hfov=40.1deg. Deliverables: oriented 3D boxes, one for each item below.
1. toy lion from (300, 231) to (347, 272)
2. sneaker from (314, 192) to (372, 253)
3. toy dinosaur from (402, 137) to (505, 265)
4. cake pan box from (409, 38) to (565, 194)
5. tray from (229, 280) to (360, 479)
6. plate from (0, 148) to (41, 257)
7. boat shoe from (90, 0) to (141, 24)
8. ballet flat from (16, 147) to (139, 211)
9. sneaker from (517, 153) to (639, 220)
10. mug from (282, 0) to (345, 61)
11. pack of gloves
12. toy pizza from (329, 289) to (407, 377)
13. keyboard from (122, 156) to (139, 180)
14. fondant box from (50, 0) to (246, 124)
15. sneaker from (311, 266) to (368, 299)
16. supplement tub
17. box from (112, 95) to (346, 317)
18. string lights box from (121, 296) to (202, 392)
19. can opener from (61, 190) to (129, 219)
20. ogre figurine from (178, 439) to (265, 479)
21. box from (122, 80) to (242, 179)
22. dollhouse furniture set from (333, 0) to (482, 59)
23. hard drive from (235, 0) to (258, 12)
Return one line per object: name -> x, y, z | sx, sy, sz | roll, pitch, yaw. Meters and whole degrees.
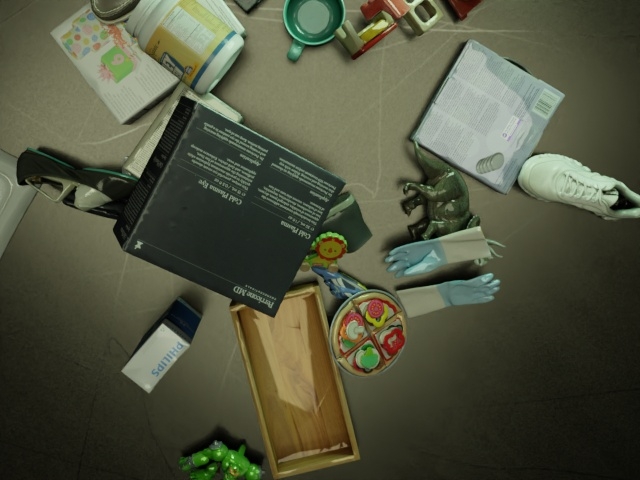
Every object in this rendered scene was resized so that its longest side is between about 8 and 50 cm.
toy lion -> 0.006, 0.023, 1.897 | 0.100, 0.034, 0.096 | 2, 127, -6
sneaker -> 0.000, 0.000, 1.932 | 0.222, 0.083, 0.118 | -29, 106, 7
toy dinosaur -> 0.268, -0.082, 1.928 | 0.160, 0.121, 0.313 | -21, 95, -10
cake pan box -> 0.363, -0.272, 1.914 | 0.246, 0.070, 0.267 | 28, 96, -8
tray -> -0.056, 0.314, 1.981 | 0.203, 0.076, 0.410 | -13, 99, 0
plate -> -0.790, -0.093, 1.911 | 0.278, 0.045, 0.277 | 30, 96, -7
boat shoe -> -0.345, -0.566, 1.738 | 0.116, 0.097, 0.324 | 44, 94, -6
ballet flat -> -0.519, -0.116, 1.865 | 0.280, 0.095, 0.096 | 15, 78, 13
sneaker -> 0.571, -0.113, 1.899 | 0.292, 0.118, 0.110 | 14, 99, -13
mug -> -0.026, -0.469, 1.856 | 0.158, 0.097, 0.129 | -30, 99, 3
pack of gloves -> 0.264, 0.084, 1.902 | 0.232, 0.046, 0.195 | -15, 120, 21
toy pizza -> 0.113, 0.210, 1.953 | 0.201, 0.032, 0.201 | -4, 99, -26
keyboard -> -0.309, -0.134, 1.937 | 0.256, 0.014, 0.072 | 7, 98, -3
fondant box -> -0.358, -0.435, 1.851 | 0.330, 0.096, 0.238 | -37, 97, 2
sneaker -> 0.036, 0.098, 1.963 | 0.144, 0.053, 0.059 | 31, 98, -5
supplement tub -> -0.269, -0.401, 1.738 | 0.200, 0.144, 0.144 | 37, 95, -6
box -> -0.185, -0.068, 1.745 | 0.343, 0.179, 0.312 | 27, 92, -23
string lights box -> -0.330, 0.216, 1.862 | 0.077, 0.259, 0.133 | 41, 94, -7
can opener -> -0.476, -0.074, 1.926 | 0.186, 0.073, 0.059 | 8, 137, 0
ogre figurine -> -0.215, 0.526, 1.999 | 0.197, 0.097, 0.118 | 41, 113, 8
box -> -0.287, -0.206, 1.860 | 0.149, 0.127, 0.232 | 35, 90, -4
dollhouse furniture set -> 0.232, -0.490, 1.763 | 0.374, 0.201, 0.152 | -41, 97, -14
hard drive -> -0.187, -0.681, 1.837 | 0.237, 0.064, 0.339 | -44, 98, 4
